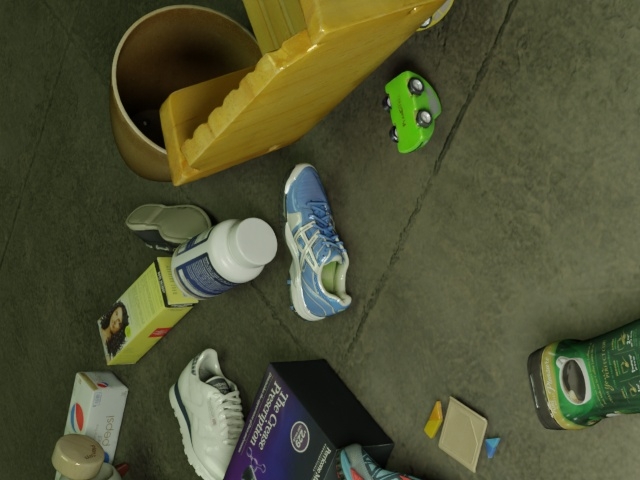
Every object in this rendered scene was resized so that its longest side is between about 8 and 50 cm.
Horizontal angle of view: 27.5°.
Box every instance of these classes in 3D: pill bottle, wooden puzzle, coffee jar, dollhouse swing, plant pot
[{"bbox_3d":[-0.137,0.023,1.890,0.169,0.094,0.094,-24,70,51],"label":"pill bottle"},{"bbox_3d":[0.169,0.228,1.542,0.116,0.014,0.079,40,124,47],"label":"wooden puzzle"},{"bbox_3d":[0.293,0.136,1.320,0.184,0.079,0.096,-23,73,50],"label":"coffee jar"},{"bbox_3d":[-0.069,-0.307,1.577,0.347,0.315,0.305,-38,80,47],"label":"dollhouse swing"},{"bbox_3d":[-0.211,-0.184,1.918,0.254,0.237,0.237,140,123,-65],"label":"plant pot"}]

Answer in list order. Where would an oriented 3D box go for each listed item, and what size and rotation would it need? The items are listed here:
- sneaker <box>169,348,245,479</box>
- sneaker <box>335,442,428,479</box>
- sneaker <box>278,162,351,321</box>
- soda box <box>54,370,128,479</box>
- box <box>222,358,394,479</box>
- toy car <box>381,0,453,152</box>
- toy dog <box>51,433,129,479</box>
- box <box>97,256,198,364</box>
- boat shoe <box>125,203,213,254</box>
[{"bbox_3d":[-0.149,0.267,1.913,0.095,0.090,0.235,-53,50,26],"label":"sneaker"},{"bbox_3d":[0.119,0.329,1.532,0.262,0.125,0.104,48,163,34],"label":"sneaker"},{"bbox_3d":[0.000,0.000,1.732,0.081,0.080,0.211,-7,93,47],"label":"sneaker"},{"bbox_3d":[-0.396,0.336,2.251,0.074,0.069,0.216,34,115,48],"label":"soda box"},{"bbox_3d":[-0.030,0.316,1.735,0.184,0.103,0.261,45,124,41],"label":"box"},{"bbox_3d":[0.104,-0.213,1.608,0.239,0.053,0.225,-30,66,50],"label":"toy car"},{"bbox_3d":[-0.308,0.451,2.100,0.334,0.161,0.220,55,129,19],"label":"toy dog"},{"bbox_3d":[-0.283,0.117,2.114,0.232,0.058,0.087,-43,56,43],"label":"box"},{"bbox_3d":[-0.226,-0.012,2.059,0.206,0.075,0.065,11,141,48],"label":"boat shoe"}]
